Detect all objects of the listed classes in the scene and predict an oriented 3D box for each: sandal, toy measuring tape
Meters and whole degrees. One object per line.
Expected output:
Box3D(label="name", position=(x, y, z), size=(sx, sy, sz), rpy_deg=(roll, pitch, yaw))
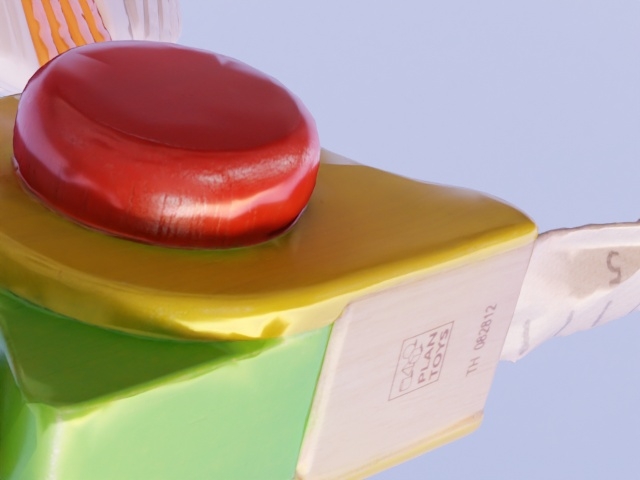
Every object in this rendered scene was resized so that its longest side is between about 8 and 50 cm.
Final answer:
Box3D(label="sandal", position=(-0.116, -0.091, 0.653), size=(0.076, 0.265, 0.102), rpy_deg=(-14, -90, 12))
Box3D(label="toy measuring tape", position=(0.000, 0.000, 0.478), size=(0.330, 0.121, 0.121), rpy_deg=(-16, -126, -44))
